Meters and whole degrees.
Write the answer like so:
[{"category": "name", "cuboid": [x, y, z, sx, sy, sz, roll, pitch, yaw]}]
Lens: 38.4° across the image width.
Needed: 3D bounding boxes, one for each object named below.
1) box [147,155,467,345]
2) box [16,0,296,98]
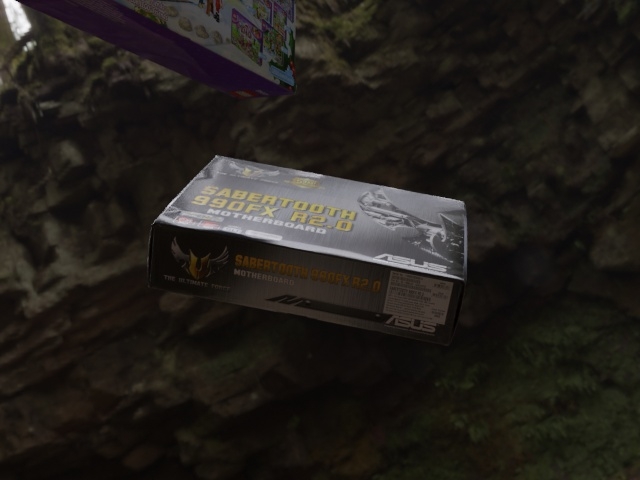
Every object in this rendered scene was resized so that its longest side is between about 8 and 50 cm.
[{"category": "box", "cuboid": [0.000, 0.000, 0.739, 0.231, 0.183, 0.056, 11, -67, 5]}, {"category": "box", "cuboid": [-0.101, -0.222, 0.592, 0.057, 0.201, 0.293, -1, -6, 25]}]
